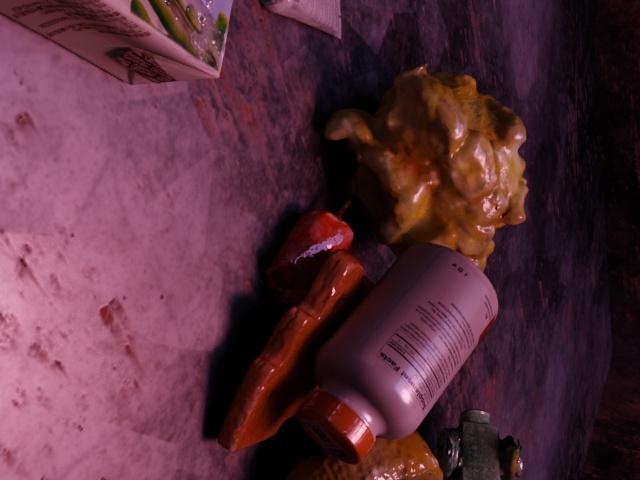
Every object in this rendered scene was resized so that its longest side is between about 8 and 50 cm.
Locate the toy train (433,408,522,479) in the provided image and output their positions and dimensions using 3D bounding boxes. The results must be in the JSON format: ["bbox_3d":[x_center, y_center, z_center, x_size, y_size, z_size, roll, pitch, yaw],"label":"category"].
[{"bbox_3d":[0.279,0.532,1.266,0.253,0.160,0.397,96,1,-56],"label":"toy train"}]

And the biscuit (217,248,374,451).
[{"bbox_3d":[-0.029,0.154,0.886,0.306,0.043,0.284,-42,151,-34],"label":"biscuit"}]

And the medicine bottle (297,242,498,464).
[{"bbox_3d":[0.096,0.146,0.870,0.289,0.157,0.157,-46,132,-28],"label":"medicine bottle"}]

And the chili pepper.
[{"bbox_3d":[0.000,0.000,0.924,0.192,0.084,0.086,-54,180,-33],"label":"chili pepper"}]

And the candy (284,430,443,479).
[{"bbox_3d":[0.047,0.362,0.937,0.259,0.118,0.260,-19,135,-20],"label":"candy"}]

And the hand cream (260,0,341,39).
[{"bbox_3d":[-0.019,-0.312,0.889,0.194,0.042,0.067,-16,100,-61],"label":"hand cream"}]

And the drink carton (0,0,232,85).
[{"bbox_3d":[-0.204,-0.274,0.517,0.324,0.132,0.194,22,76,-58],"label":"drink carton"}]

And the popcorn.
[{"bbox_3d":[0.178,-0.109,1.009,0.279,0.274,0.336,-36,124,-52],"label":"popcorn"}]
